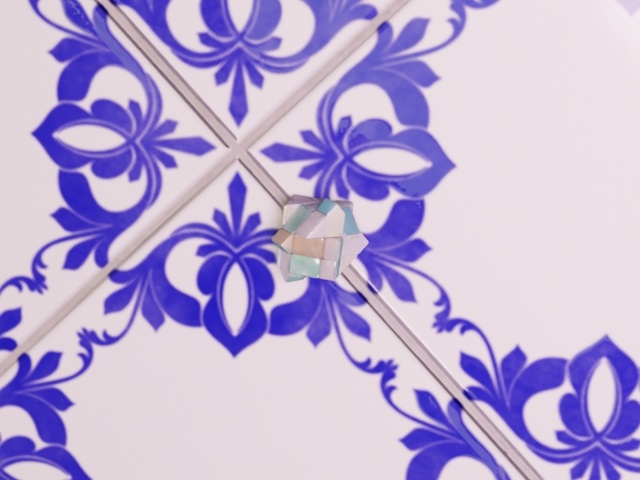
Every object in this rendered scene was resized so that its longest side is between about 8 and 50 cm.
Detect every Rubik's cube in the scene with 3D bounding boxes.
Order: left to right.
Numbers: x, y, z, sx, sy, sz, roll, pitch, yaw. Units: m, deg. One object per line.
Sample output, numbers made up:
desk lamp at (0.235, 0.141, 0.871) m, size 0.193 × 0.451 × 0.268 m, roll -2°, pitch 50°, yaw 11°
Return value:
Rubik's cube at (-0.002, -0.002, 1.533) m, size 0.084 × 0.073 × 0.075 m, roll -7°, pitch 103°, yaw 17°
